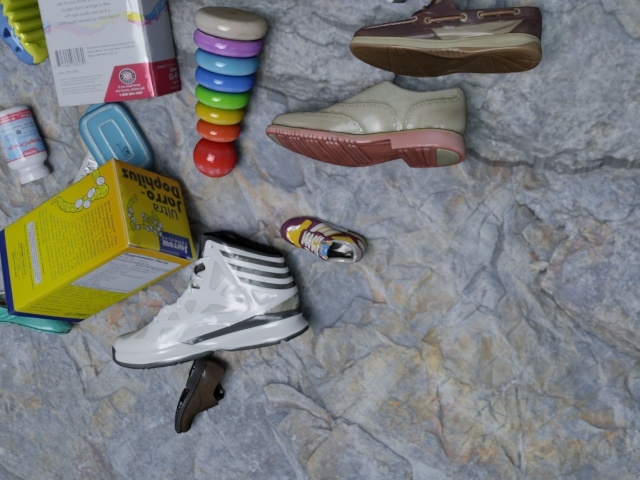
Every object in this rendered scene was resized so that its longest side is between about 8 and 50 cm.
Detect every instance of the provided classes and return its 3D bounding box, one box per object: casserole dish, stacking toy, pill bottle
[{"bbox_3d":[-0.428,-0.206,1.609,0.114,0.037,0.188,-31,98,-13],"label":"casserole dish"},{"bbox_3d":[-0.193,-0.282,1.512,0.141,0.141,0.330,16,117,11],"label":"stacking toy"},{"bbox_3d":[-0.653,-0.209,1.674,0.087,0.087,0.160,-15,103,20],"label":"pill bottle"}]

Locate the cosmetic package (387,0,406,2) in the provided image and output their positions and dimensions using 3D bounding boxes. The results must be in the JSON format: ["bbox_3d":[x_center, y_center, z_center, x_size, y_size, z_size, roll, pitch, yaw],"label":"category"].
[{"bbox_3d":[0.106,-0.526,1.327,0.184,0.151,0.151,37,112,1],"label":"cosmetic package"}]

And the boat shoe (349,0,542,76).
[{"bbox_3d":[0.224,-0.374,1.375,0.342,0.123,0.123,4,78,20],"label":"boat shoe"}]

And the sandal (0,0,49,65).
[{"bbox_3d":[-0.667,-0.494,1.581,0.138,0.126,0.317,-32,88,25],"label":"sandal"}]

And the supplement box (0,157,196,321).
[{"bbox_3d":[-0.466,0.012,1.585,0.356,0.194,0.195,-26,67,25],"label":"supplement box"}]

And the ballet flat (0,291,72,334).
[{"bbox_3d":[-0.703,0.164,1.811,0.247,0.083,0.087,7,94,12],"label":"ballet flat"}]

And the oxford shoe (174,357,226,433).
[{"bbox_3d":[-0.274,0.366,1.750,0.096,0.083,0.227,20,122,-11],"label":"oxford shoe"}]

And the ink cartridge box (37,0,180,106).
[{"bbox_3d":[-0.421,-0.431,1.517,0.226,0.131,0.306,-1,105,17],"label":"ink cartridge box"}]

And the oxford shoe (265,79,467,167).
[{"bbox_3d":[0.088,-0.225,1.460,0.397,0.140,0.146,6,77,19],"label":"oxford shoe"}]

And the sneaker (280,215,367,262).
[{"bbox_3d":[0.000,0.000,1.555,0.185,0.084,0.069,12,109,12],"label":"sneaker"}]

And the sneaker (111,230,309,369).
[{"bbox_3d":[-0.261,0.118,1.649,0.447,0.169,0.257,-13,92,14],"label":"sneaker"}]

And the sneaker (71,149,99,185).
[{"bbox_3d":[-0.496,-0.131,1.650,0.080,0.094,0.212,29,112,7],"label":"sneaker"}]
